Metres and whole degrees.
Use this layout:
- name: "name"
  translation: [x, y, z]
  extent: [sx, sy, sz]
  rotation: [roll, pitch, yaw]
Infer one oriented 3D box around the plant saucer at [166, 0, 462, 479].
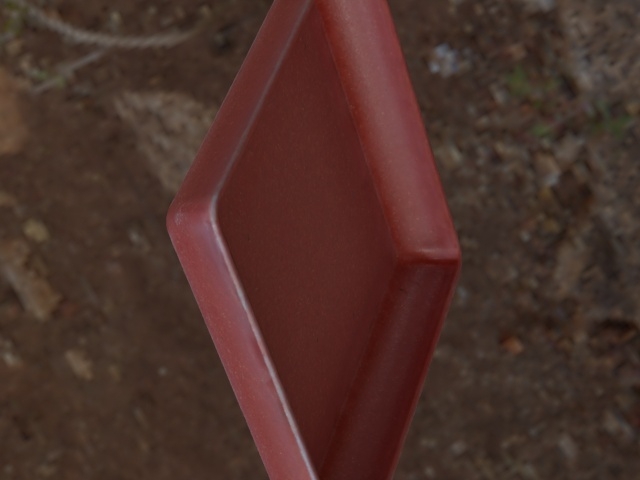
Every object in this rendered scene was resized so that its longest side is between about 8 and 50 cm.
- name: "plant saucer"
  translation: [0.000, 0.000, 1.029]
  extent: [0.048, 0.258, 0.259]
  rotation: [-2, 130, 23]
